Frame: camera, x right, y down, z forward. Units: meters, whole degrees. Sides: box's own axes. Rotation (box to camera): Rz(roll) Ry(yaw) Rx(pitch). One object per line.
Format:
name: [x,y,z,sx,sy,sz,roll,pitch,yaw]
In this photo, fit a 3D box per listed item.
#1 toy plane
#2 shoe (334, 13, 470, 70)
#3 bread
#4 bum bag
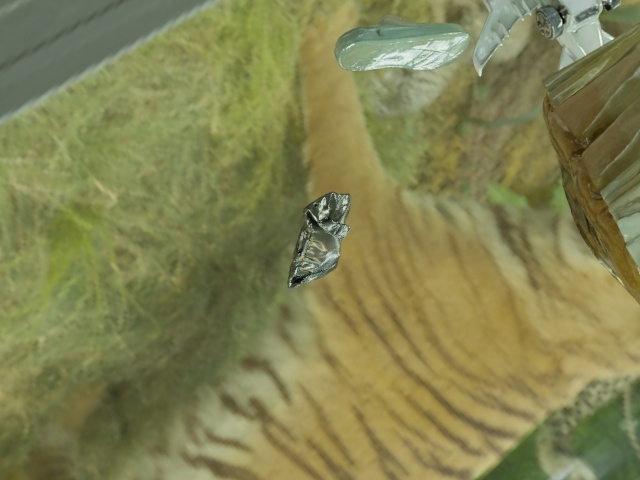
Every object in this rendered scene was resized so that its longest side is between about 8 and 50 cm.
toy plane: [0.274,-0.299,1.527,0.251,0.255,0.101,-25,177,-10]
shoe: [0.101,-0.269,1.710,0.195,0.078,0.079,-11,152,-25]
bread: [0.203,0.000,0.639,0.110,0.192,0.210,-38,114,16]
bum bag: [-0.001,-0.001,1.249,0.058,0.034,0.124,-18,147,-29]
